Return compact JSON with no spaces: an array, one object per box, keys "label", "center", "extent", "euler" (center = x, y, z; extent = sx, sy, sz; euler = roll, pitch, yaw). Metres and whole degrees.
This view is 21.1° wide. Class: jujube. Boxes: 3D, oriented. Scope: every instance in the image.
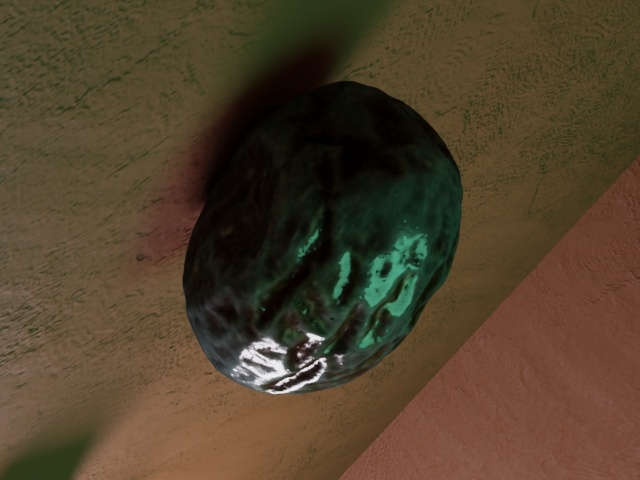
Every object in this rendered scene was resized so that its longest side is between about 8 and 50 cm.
[{"label":"jujube","center":[0.008,0.000,1.595],"extent":[0.215,0.246,0.308],"euler":[15,145,-24]}]
